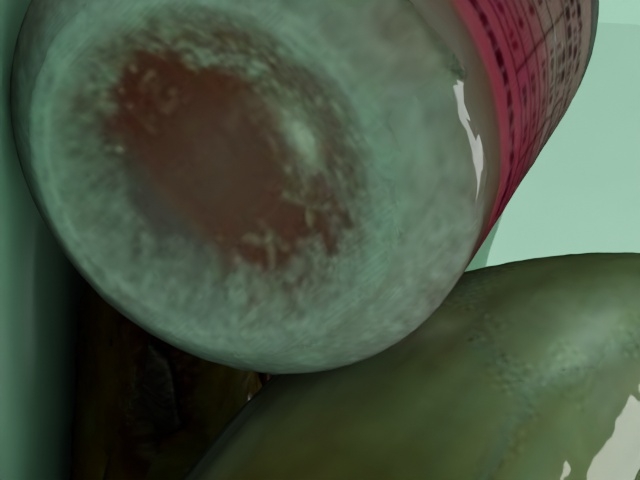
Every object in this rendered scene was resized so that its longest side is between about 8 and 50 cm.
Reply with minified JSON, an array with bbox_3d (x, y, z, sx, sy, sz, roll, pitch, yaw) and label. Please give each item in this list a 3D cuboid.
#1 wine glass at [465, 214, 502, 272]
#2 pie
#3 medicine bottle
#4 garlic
[{"bbox_3d":[0.000,0.000,0.862,0.165,0.197,0.165,-179,-90,-89],"label":"wine glass"},{"bbox_3d":[-0.050,0.033,0.661,0.308,0.085,0.308,2,90,-84],"label":"pie"},{"bbox_3d":[0.015,-0.069,0.515,0.247,0.147,0.147,-49,148,-57],"label":"medicine bottle"},{"bbox_3d":[-0.001,0.111,0.478,0.143,0.112,0.318,5,-125,54],"label":"garlic"}]
